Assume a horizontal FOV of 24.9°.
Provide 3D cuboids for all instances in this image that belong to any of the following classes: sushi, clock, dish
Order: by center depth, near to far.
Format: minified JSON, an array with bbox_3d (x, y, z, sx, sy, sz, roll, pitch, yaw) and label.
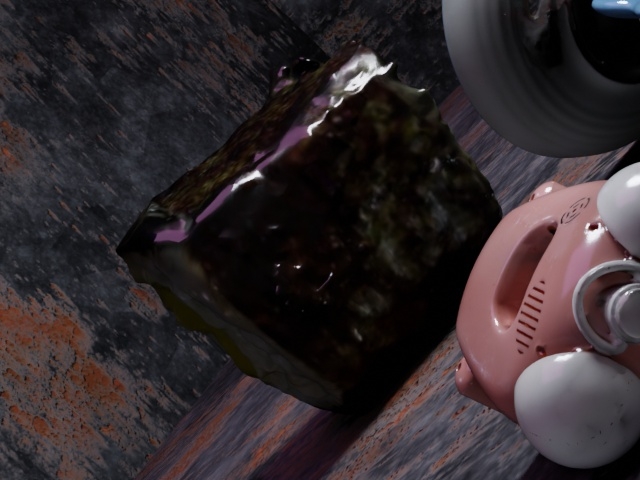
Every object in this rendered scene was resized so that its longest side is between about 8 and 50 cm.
[{"bbox_3d":[0.139,0.035,0.780,0.166,0.092,0.162,-65,9,-5],"label":"clock"},{"bbox_3d":[0.249,-0.204,1.220,0.273,0.273,0.134,-48,25,-18],"label":"dish"},{"bbox_3d":[0.002,-0.001,1.420,0.294,0.299,0.281,-50,32,-15],"label":"sushi"}]

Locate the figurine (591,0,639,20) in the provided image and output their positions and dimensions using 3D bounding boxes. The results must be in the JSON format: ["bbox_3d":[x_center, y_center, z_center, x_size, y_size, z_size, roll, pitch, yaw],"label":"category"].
[{"bbox_3d":[0.318,-0.179,1.036,0.180,0.154,0.262,-38,21,-4],"label":"figurine"}]
